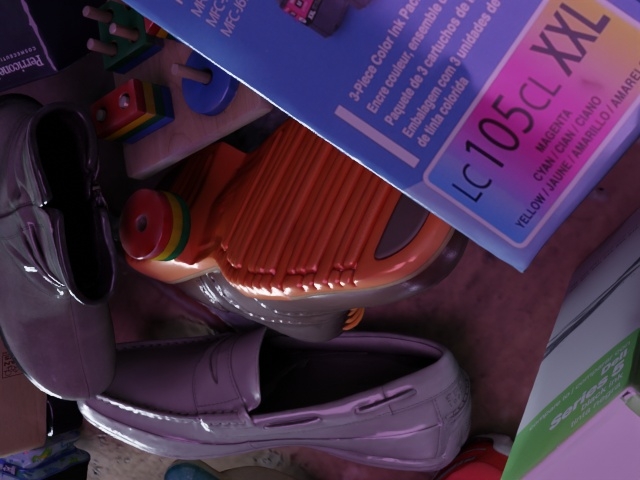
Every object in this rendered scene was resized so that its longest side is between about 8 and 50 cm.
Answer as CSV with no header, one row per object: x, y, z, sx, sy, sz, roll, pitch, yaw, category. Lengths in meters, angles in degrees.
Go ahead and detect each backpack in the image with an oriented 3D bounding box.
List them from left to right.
-0.280,0.203,1.071,0.114,0.105,0.084,12,99,21,backpack

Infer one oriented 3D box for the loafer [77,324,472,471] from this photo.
-0.043,0.106,0.902,0.319,0.112,0.111,0,131,14,loafer

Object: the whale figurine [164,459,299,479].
-0.115,0.286,0.990,0.271,0.141,0.216,4,120,2,whale figurine

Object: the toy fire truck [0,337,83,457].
-0.320,0.043,0.991,0.246,0.158,0.217,42,134,44,toy fire truck

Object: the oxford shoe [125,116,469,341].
0.000,0.000,0.761,0.132,0.130,0.363,35,166,-25,oxford shoe

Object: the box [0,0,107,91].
-0.256,-0.188,0.847,0.156,0.093,0.158,-12,113,29,box

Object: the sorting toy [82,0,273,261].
-0.101,-0.133,0.749,0.132,0.046,0.275,-22,70,39,sorting toy

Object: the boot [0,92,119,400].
-0.180,0.021,0.803,0.161,0.083,0.247,26,131,60,boot

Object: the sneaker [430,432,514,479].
0.070,0.269,0.891,0.107,0.118,0.279,28,100,15,sneaker

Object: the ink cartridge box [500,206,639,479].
0.235,0.105,0.683,0.198,0.273,0.115,39,123,0,ink cartridge box

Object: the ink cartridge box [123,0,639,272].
0.006,-0.195,0.618,0.395,0.270,0.151,36,120,1,ink cartridge box
